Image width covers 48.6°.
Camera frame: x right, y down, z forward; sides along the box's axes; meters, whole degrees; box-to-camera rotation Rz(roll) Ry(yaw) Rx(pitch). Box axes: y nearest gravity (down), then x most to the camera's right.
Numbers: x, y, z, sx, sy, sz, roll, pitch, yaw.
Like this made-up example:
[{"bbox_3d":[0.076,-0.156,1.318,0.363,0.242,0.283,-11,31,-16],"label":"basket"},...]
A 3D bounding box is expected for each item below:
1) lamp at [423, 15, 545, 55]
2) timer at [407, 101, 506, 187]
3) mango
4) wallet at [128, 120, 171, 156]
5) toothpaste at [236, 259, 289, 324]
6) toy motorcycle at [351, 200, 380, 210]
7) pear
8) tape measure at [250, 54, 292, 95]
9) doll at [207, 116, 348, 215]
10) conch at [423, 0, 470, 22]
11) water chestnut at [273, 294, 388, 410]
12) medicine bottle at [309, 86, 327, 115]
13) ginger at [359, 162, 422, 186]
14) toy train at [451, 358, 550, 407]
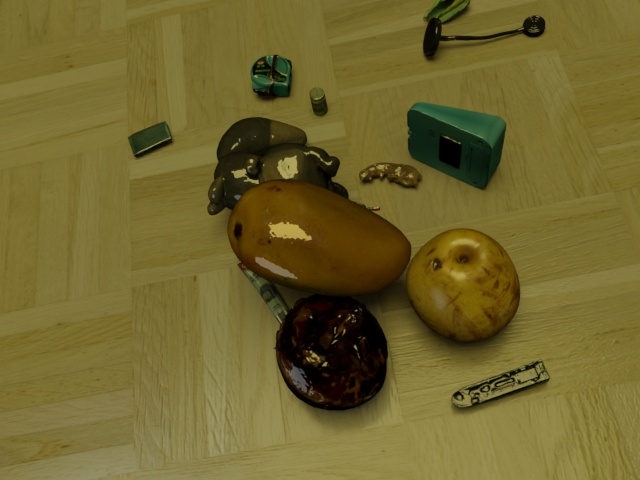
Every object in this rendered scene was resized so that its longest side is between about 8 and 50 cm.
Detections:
[{"bbox_3d":[0.494,-0.635,2.135,0.372,0.108,0.130,-4,62,8],"label":"lamp"},{"bbox_3d":[0.357,-0.269,1.904,0.250,0.232,0.091,25,69,19],"label":"timer"},{"bbox_3d":[0.000,0.000,1.696,0.446,0.232,0.300,15,29,-6],"label":"mango"},{"bbox_3d":[-0.525,-0.313,2.187,0.129,0.026,0.088,-25,58,-2],"label":"wallet"},{"bbox_3d":[-0.146,0.127,1.894,0.062,0.039,0.239,-35,61,-1],"label":"toothpaste"},{"bbox_3d":[0.096,-0.004,1.888,0.150,0.102,0.221,-9,62,19],"label":"toy motorcycle"},{"bbox_3d":[0.340,0.105,1.698,0.281,0.280,0.280,-4,63,7],"label":"pear"},{"bbox_3d":[-0.153,-0.510,2.196,0.125,0.081,0.146,2,63,7],"label":"tape measure"},{"bbox_3d":[-0.116,-0.218,1.953,0.383,0.252,0.378,-2,63,1],"label":"doll"},{"bbox_3d":[0.406,-0.739,2.229,0.106,0.079,0.170,41,91,31],"label":"conch"},{"bbox_3d":[0.032,0.246,1.671,0.300,0.300,0.299,-4,63,7],"label":"water chestnut"},{"bbox_3d":[-0.006,-0.414,2.120,0.047,0.083,0.047,-4,63,7],"label":"medicine bottle"},{"bbox_3d":[0.198,-0.188,1.994,0.174,0.051,0.069,3,58,16],"label":"ginger"},{"bbox_3d":[0.422,0.347,1.679,0.234,0.051,0.052,-21,61,2],"label":"toy train"}]
